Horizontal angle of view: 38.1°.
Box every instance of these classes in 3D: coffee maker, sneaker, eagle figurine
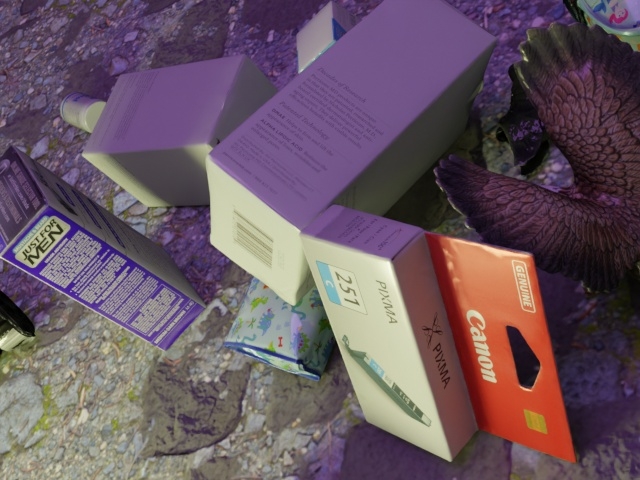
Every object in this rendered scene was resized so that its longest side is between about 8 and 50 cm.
[{"bbox_3d":[-0.622,0.166,1.623,0.178,0.171,0.120,-46,28,0],"label":"coffee maker"},{"bbox_3d":[0.269,-0.168,1.253,0.089,0.051,0.170,-32,50,10],"label":"sneaker"},{"bbox_3d":[0.281,-0.049,0.986,0.225,0.298,0.226,-21,50,24],"label":"eagle figurine"}]

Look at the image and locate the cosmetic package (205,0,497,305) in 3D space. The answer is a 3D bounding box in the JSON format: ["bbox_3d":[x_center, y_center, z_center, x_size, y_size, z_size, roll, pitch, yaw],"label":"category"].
[{"bbox_3d":[0.041,-0.127,1.185,0.156,0.217,0.385,37,64,14],"label":"cosmetic package"}]

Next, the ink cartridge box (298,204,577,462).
[{"bbox_3d":[0.125,0.117,0.997,0.261,0.296,0.066,16,46,43],"label":"ink cartridge box"}]

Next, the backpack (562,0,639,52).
[{"bbox_3d":[0.423,-0.348,1.174,0.225,0.191,0.253,-32,52,15],"label":"backpack"}]

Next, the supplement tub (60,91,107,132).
[{"bbox_3d":[-0.470,-0.257,1.866,0.107,0.071,0.071,22,76,44],"label":"supplement tub"}]

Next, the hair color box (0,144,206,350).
[{"bbox_3d":[-0.343,0.018,1.388,0.110,0.339,0.185,-46,44,1],"label":"hair color box"}]

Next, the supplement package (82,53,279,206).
[{"bbox_3d":[-0.211,-0.172,1.534,0.293,0.175,0.177,1,60,38],"label":"supplement package"}]

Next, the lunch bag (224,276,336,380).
[{"bbox_3d":[-0.050,0.109,1.278,0.151,0.096,0.129,13,70,32],"label":"lunch bag"}]

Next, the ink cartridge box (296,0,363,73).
[{"bbox_3d":[0.045,-0.287,1.452,0.090,0.143,0.092,-36,43,37],"label":"ink cartridge box"}]
